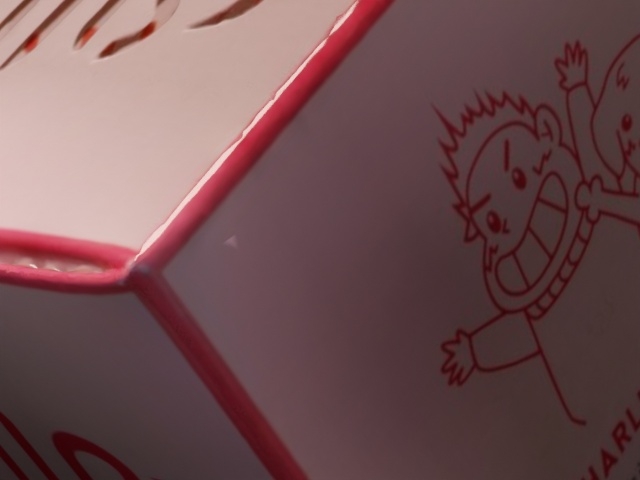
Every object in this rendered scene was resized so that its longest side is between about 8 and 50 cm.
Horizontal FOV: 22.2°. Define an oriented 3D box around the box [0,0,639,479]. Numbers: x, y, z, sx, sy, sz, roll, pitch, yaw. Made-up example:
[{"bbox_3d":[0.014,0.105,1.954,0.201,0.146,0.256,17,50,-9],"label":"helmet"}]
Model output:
[{"bbox_3d":[0.000,0.000,0.614,0.300,0.312,0.314,7,49,45],"label":"box"}]
